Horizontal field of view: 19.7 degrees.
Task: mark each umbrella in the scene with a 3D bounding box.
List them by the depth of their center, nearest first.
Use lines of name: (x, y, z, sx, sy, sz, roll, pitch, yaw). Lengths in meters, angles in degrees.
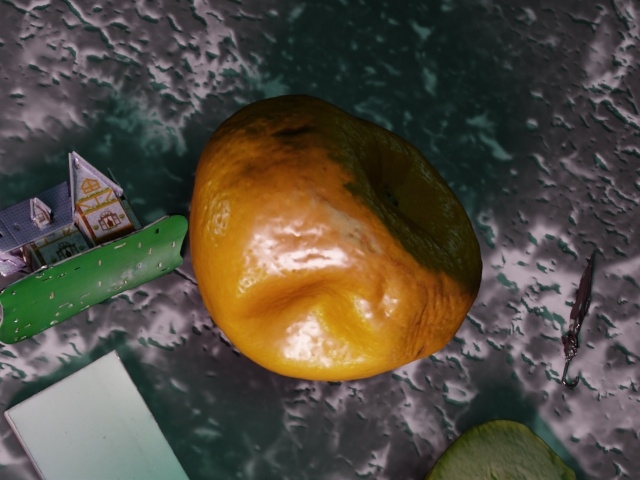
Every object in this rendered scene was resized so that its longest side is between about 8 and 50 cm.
umbrella: (0.222, 0.068, 1.595, 0.022, 0.013, 0.122, 17, 74, -23)

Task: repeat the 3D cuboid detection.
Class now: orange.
orange: (0.000, 0.000, 1.454, 0.183, 0.249, 0.249, -38, 90, 23)

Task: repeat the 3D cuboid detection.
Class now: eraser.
eraser: (-0.171, 0.175, 1.467, 0.104, 0.023, 0.150, -29, 88, -18)

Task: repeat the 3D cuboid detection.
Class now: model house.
model house: (-0.200, -0.002, 1.461, 0.167, 0.117, 0.088, -26, 70, -16)

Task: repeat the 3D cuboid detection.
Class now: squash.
squash: (0.138, 0.263, 1.444, 0.189, 0.189, 0.260, 42, 75, -3)
